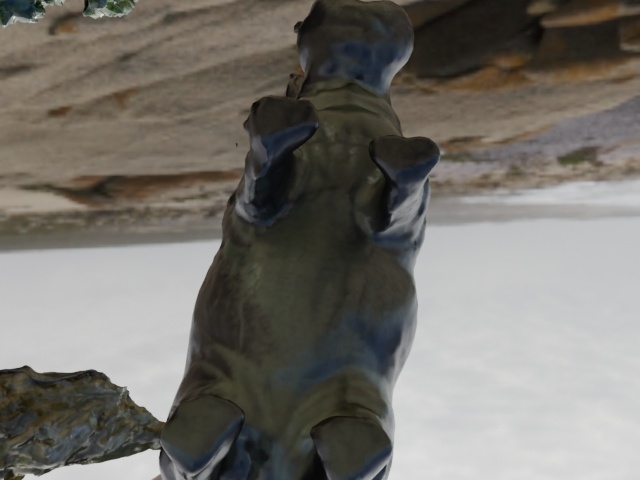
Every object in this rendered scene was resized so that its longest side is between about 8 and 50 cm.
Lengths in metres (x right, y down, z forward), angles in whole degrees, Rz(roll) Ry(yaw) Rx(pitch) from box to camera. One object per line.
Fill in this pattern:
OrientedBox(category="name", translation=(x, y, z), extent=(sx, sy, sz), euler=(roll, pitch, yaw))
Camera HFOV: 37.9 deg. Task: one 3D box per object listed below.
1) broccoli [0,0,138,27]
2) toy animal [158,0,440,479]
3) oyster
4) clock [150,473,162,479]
OrientedBox(category="broccoli", translation=(-0.241, -0.282, 0.660), extent=(0.288, 0.235, 0.260), euler=(-2, 176, -24))
OrientedBox(category="toy animal", translation=(0.004, -0.014, 0.477), extent=(0.106, 0.343, 0.168), euler=(13, 140, -2))
OrientedBox(category="oyster", translation=(-0.165, 0.110, 0.497), extent=(0.122, 0.045, 0.146), euler=(-35, 148, 17))
OrientedBox(category="clock", translation=(-0.019, 0.352, 0.739), extent=(0.251, 0.376, 0.368), euler=(-36, 155, -18))
